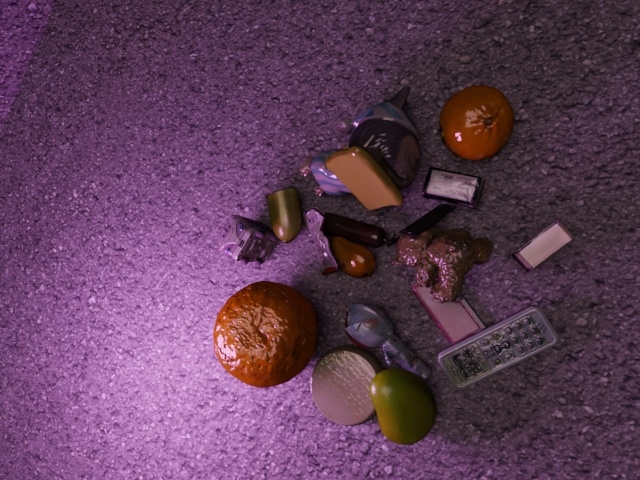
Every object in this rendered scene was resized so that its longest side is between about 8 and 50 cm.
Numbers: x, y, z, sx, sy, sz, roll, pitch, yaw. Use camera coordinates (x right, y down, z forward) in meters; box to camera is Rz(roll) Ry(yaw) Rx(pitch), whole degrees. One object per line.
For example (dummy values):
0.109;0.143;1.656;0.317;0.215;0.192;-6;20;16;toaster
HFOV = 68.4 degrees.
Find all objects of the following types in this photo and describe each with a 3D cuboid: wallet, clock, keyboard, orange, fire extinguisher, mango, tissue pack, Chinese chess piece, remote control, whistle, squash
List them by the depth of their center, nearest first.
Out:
0.619;0.017;1.318;0.147;0.192;0.071;-41;74;12;clock
0.250;0.487;1.395;0.186;0.149;0.272;-24;118;-15;mango
0.519;0.316;1.396;0.336;0.065;0.127;-32;85;15;remote control
0.466;-0.353;1.412;0.220;0.193;0.219;-1;77;5;orange
0.330;-0.066;1.446;0.074;0.197;0.015;22;136;50;keyboard
0.413;-0.164;1.464;0.170;0.090;0.103;16;91;22;tissue pack
0.396;0.207;1.474;0.119;0.025;0.232;-39;73;14;wallet
0.198;0.312;1.488;0.346;0.142;0.133;42;110;7;whistle
0.091;0.467;1.524;0.251;0.101;0.249;-2;85;20;Chinese chess piece
-0.173;0.304;1.538;0.341;0.293;0.340;-1;76;5;orange
0.101;0.059;1.555;0.178;0.090;0.115;24;125;22;mango
0.135;-0.033;1.568;0.268;0.089;0.072;18;130;23;fire extinguisher
-0.122;-0.083;1.638;0.123;0.123;0.186;-11;81;19;squash

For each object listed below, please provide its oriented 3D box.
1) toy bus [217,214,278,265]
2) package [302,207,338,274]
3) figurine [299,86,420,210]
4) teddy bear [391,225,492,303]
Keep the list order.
-0.256;-0.002;1.638;0.142;0.202;0.141;36;98;22;toy bus
0.000;0.000;1.567;0.040;0.166;0.231;-20;89;-20;package
0.182;-0.308;1.539;0.362;0.266;0.377;10;55;45;figurine
0.346;0.038;1.427;0.256;0.156;0.267;17;56;46;teddy bear
